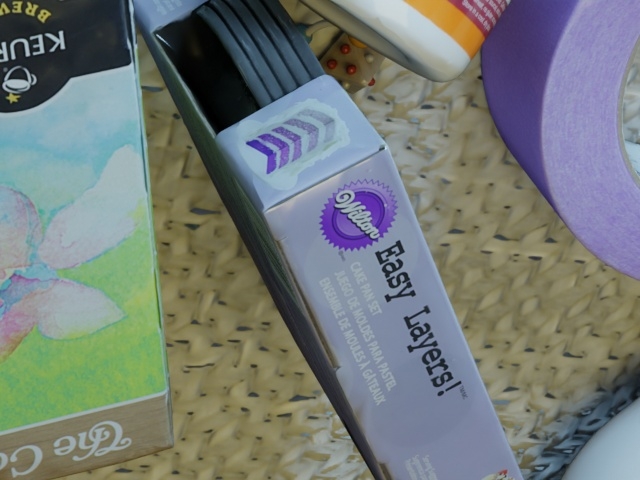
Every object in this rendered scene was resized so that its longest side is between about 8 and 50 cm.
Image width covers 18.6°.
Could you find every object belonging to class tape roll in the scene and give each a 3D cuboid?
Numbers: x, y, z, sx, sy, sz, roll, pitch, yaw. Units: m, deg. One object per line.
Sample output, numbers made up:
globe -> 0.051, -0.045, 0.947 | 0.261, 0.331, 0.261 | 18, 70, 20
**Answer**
tape roll -> 0.231, -0.109, 1.071 | 0.275, 0.090, 0.274 | -10, 124, -14

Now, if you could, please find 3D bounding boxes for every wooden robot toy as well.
wooden robot toy -> 0.044, -0.135, 0.988 | 0.076, 0.079, 0.173 | 5, 121, -23

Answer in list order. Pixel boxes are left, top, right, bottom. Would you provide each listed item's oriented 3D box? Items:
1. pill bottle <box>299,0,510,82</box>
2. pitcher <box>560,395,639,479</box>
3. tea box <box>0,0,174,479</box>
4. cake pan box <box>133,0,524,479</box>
pill bottle -> 0.070, -0.193, 0.889 | 0.121, 0.121, 0.221 | 32, 91, -34
pitcher -> 0.243, 0.152, 1.242 | 0.178, 0.125, 0.207 | 20, 103, -47
tea box -> -0.255, -0.055, 0.839 | 0.329, 0.220, 0.323 | -13, 127, -13
cake pan box -> 0.000, 0.000, 0.959 | 0.070, 0.246, 0.267 | -29, 126, -5
